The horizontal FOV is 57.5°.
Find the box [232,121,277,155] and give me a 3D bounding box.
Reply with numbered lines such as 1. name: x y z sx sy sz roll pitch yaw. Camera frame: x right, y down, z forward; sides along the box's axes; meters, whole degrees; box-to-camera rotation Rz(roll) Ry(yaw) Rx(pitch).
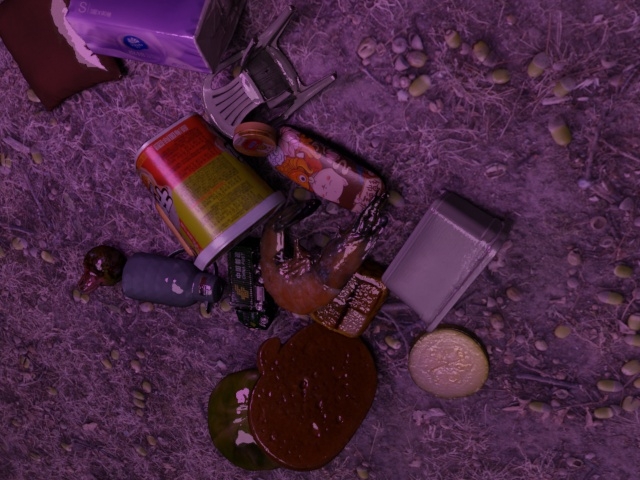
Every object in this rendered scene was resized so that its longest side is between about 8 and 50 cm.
1. box: -0.154 -0.239 1.380 0.105 0.105 0.037 -8 68 23

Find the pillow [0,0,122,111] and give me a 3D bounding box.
1. pillow: -0.708 -0.524 1.545 0.307 0.108 0.306 -13 112 27

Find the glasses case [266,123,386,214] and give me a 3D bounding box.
1. glasses case: 0.012 -0.174 1.439 0.320 0.082 0.122 29 129 4

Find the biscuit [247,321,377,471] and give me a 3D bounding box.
1. biscuit: -0.033 0.400 1.572 0.350 0.394 0.070 45 158 4

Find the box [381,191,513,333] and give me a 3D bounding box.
1. box: 0.291 0.041 1.394 0.182 0.175 0.312 38 120 11

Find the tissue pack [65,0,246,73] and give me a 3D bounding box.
1. tissue pack: -0.363 -0.535 1.327 0.338 0.160 0.242 13 75 15

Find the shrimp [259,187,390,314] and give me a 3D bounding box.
1. shrimp: 0.000 0.000 1.455 0.445 0.085 0.272 -43 75 31

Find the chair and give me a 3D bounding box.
1. chair: -0.139 -0.372 1.362 0.203 0.190 0.274 55 147 -7

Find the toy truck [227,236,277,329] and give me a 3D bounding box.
1. toy truck: -0.190 0.123 1.646 0.121 0.088 0.259 6 113 16

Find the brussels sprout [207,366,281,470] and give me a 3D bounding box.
1. brussels sprout: -0.142 0.511 1.692 0.354 0.281 0.290 -9 79 3

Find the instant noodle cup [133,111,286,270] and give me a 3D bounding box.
1. instant noodle cup: -0.288 -0.128 1.447 0.294 0.294 0.308 -39 92 29

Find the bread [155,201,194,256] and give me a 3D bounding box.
1. bread: -0.352 -0.065 1.616 0.147 0.098 0.217 -25 102 30

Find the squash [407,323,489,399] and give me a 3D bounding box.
1. squash: 0.346 0.326 1.569 0.219 0.041 0.220 5 111 14

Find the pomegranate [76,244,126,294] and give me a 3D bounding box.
1. pomegranate: -0.675 0.086 1.770 0.126 0.163 0.138 55 142 10

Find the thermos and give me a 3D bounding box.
1. thermos: -0.418 0.107 1.701 0.286 0.145 0.183 7 81 15

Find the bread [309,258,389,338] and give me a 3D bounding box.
1. bread: 0.078 0.144 1.554 0.181 0.096 0.222 30 118 3
